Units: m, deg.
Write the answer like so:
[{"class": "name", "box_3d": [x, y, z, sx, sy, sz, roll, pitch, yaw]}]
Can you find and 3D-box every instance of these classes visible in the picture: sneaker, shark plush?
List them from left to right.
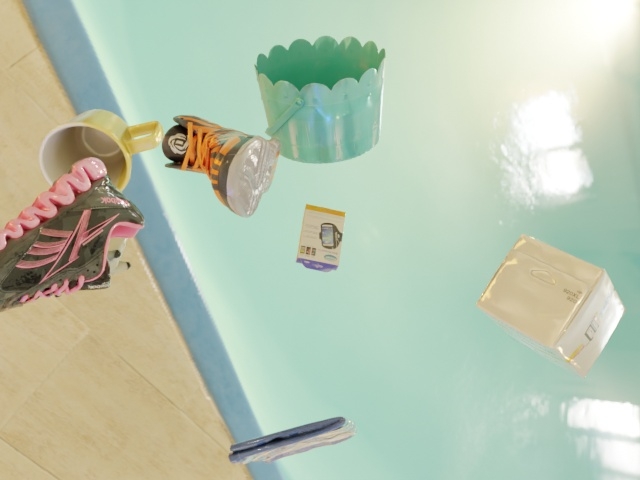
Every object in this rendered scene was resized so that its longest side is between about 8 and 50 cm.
[{"class": "sneaker", "box_3d": [-0.134, 0.011, 0.301, 0.057, 0.047, 0.119, 46, 53, -16]}, {"class": "shark plush", "box_3d": [-0.362, 0.039, 0.916, 0.161, 0.073, 0.067, -35, 77, -2]}, {"class": "sneaker", "box_3d": [-0.172, -0.123, 0.942, 0.180, 0.321, 0.124, 15, 99, -1]}]

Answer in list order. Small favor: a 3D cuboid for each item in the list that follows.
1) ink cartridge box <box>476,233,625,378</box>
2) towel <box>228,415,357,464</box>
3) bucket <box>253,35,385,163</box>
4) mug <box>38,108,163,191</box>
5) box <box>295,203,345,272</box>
[{"class": "ink cartridge box", "box_3d": [0.444, 0.129, 1.152, 0.168, 0.171, 0.233, -57, 137, -3]}, {"class": "towel", "box_3d": [-0.038, 0.365, 1.093, 0.209, 0.285, 0.034, -16, 69, 1]}, {"class": "bucket", "box_3d": [0.003, -0.296, 1.257, 0.281, 0.281, 0.183, -36, 136, -37]}, {"class": "mug", "box_3d": [-0.163, -0.067, 0.455, 0.078, 0.064, 0.062, 13, 117, -13]}, {"class": "box", "box_3d": [0.000, 0.000, 1.154, 0.081, 0.028, 0.136, 12, 63, -6]}]
